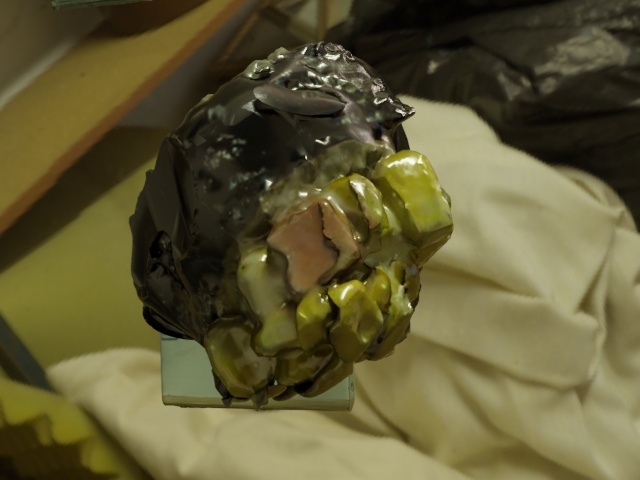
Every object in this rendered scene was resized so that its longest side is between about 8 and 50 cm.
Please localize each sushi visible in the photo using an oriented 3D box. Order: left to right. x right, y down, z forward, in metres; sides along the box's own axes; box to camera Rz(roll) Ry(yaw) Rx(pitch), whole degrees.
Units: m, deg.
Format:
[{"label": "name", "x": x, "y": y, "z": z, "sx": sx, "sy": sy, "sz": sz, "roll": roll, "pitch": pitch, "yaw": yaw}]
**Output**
[{"label": "sushi", "x": 0.000, "y": 0.000, "z": 1.105, "sx": 0.329, "sy": 0.327, "sz": 0.285, "roll": -25, "pitch": 60, "yaw": -42}]

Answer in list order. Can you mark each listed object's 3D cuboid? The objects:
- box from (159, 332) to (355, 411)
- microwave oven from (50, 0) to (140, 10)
[{"label": "box", "x": -0.087, "y": 0.128, "z": 1.449, "sx": 0.270, "sy": 0.210, "sz": 0.045, "roll": -3, "pitch": 0, "yaw": 17}, {"label": "microwave oven", "x": -0.105, "y": -0.261, "z": 0.689, "sx": 0.122, "sy": 0.208, "sz": 0.162, "roll": 6, "pitch": 18, "yaw": 42}]
